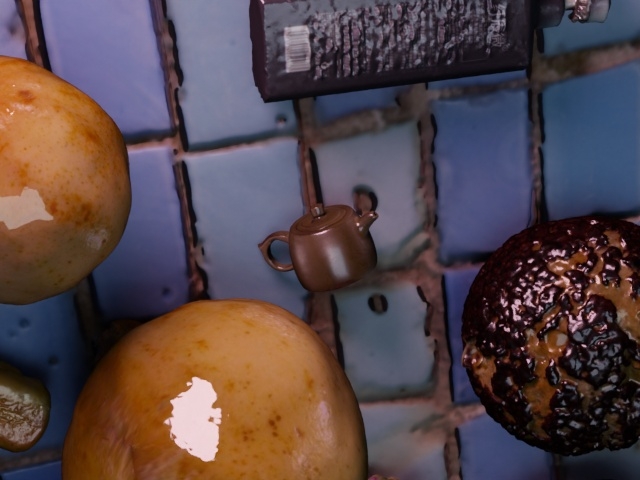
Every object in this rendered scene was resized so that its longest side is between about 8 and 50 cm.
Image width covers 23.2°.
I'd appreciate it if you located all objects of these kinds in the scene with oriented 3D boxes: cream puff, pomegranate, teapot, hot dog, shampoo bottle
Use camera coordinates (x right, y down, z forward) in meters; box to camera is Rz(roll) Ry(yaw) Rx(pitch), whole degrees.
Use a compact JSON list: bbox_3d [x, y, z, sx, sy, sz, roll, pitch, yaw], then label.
[{"bbox_3d":[0.253,0.095,1.455,0.239,0.165,0.239,-7,122,-11],"label":"cream puff"},{"bbox_3d":[-0.086,0.197,1.343,0.307,0.307,0.307,-6,119,-12],"label":"pomegranate"},{"bbox_3d":[-0.252,-0.044,1.225,0.207,0.207,0.207,-6,119,-12],"label":"pomegranate"},{"bbox_3d":[0.000,0.000,1.395,0.121,0.076,0.068,-10,113,25],"label":"teapot"},{"bbox_3d":[-0.371,0.111,1.357,0.286,0.061,0.088,27,104,-24],"label":"hot dog"},{"bbox_3d":[0.096,-0.185,1.318,0.309,0.071,0.098,-8,118,-11],"label":"shampoo bottle"}]

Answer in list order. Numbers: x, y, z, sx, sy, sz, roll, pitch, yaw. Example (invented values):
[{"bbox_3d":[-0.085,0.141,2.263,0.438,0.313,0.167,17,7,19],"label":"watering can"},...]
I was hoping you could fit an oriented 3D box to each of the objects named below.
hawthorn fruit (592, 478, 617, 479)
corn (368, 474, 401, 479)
[{"bbox_3d":[0.298,0.335,1.583,0.253,0.205,0.205,-36,121,-3],"label":"hawthorn fruit"},{"bbox_3d":[0.091,0.388,1.601,0.127,0.126,0.335,-12,116,-9],"label":"corn"}]
